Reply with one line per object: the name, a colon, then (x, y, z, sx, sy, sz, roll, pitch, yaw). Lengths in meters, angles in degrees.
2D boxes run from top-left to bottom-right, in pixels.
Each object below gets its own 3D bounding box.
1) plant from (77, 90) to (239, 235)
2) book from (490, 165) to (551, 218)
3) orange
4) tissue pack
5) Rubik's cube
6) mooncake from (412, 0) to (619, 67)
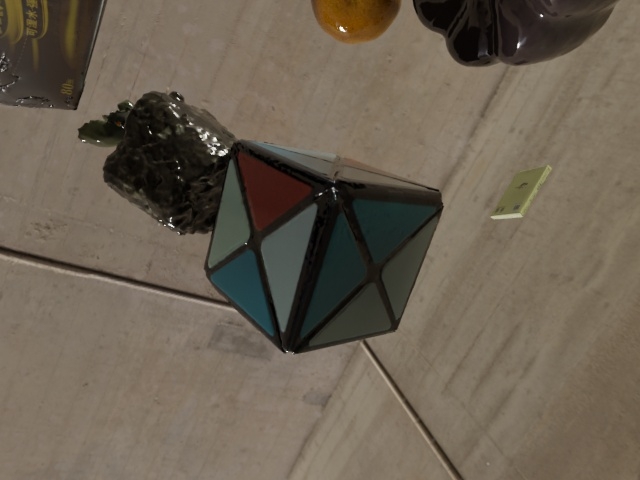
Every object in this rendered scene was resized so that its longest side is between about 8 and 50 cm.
plant: (-0.286, -0.168, 0.878, 0.213, 0.312, 0.215, -51, -20, 12)
book: (0.364, -0.086, 0.858, 0.014, 0.077, 0.111, 39, -103, -15)
orange: (0.062, -0.416, 0.797, 0.159, 0.136, 0.159, 5, -61, 10)
tissue pack: (-0.369, -0.340, 0.544, 0.210, 0.198, 0.370, -6, -24, -40)
Rubik's cube: (0.000, 0.000, 0.730, 0.246, 0.250, 0.248, -2, -67, -43)
mooncake: (0.234, -0.364, 0.576, 0.154, 0.306, 0.306, -32, -58, -18)
